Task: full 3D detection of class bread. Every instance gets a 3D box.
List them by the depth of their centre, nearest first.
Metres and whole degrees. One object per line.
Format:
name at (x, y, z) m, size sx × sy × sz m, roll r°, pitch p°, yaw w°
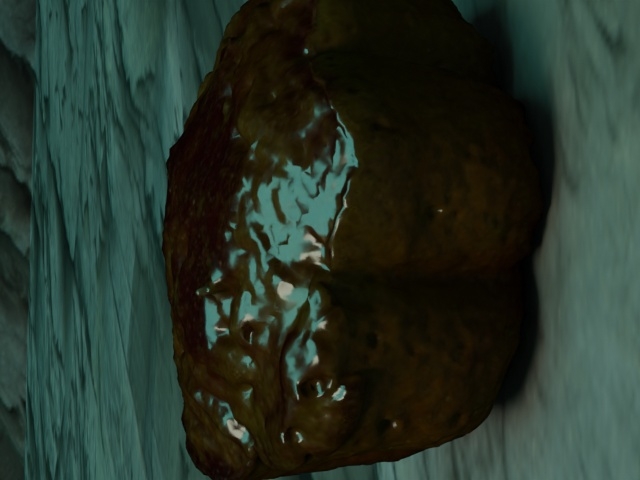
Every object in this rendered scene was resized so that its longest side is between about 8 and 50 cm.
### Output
bread at (0.003, -0.009, 0.816) m, size 0.247 × 0.135 × 0.232 m, roll -129°, pitch 44°, yaw -67°
